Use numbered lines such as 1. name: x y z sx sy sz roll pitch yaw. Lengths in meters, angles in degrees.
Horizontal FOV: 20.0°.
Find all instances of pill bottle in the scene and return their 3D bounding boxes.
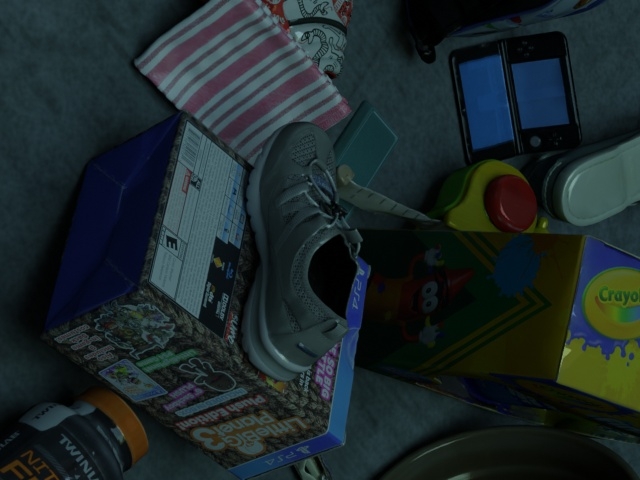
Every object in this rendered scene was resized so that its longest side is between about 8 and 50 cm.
1. pill bottle: -0.278 0.242 1.732 0.246 0.130 0.130 -40 115 -32

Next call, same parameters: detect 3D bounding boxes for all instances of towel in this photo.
1. towel: -0.079 -0.161 1.894 0.144 0.029 0.197 -38 118 9

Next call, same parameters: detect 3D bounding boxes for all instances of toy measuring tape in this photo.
1. toy measuring tape: 0.144 -0.056 2.081 0.330 0.121 0.121 22 77 -31

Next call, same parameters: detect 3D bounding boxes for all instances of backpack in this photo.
1. backpack: 0.226 -0.353 2.038 0.213 0.263 0.276 -15 99 -38

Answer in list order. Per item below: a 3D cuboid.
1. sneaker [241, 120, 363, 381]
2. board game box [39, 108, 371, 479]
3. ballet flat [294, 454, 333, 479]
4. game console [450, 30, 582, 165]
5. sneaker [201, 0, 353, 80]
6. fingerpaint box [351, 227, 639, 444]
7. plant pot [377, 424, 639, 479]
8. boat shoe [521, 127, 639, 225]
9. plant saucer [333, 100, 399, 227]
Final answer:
1. sneaker: 0.000 0.000 1.755 0.105 0.115 0.281 31 47 -39
2. board game box: -0.105 0.059 1.808 0.291 0.141 0.232 40 42 -32
3. ballet flat: -0.019 0.233 1.994 0.041 0.041 0.114 -43 117 -30
4. game console: 0.235 -0.168 2.168 0.085 0.124 0.144 -31 113 -63
5. sneaker: -0.074 -0.244 1.910 0.270 0.090 0.145 9 83 -41
6. fingerpaint box: 0.292 0.124 2.037 0.445 0.371 0.163 20 78 -38
7. plant pot: 0.219 0.413 2.056 0.323 0.323 0.280 -35 128 -33
8. boat shoe: 0.383 -0.095 2.274 0.319 0.099 0.116 -17 112 -36
9. plant saucer: 0.026 -0.066 2.042 0.067 0.018 0.192 47 62 -30
